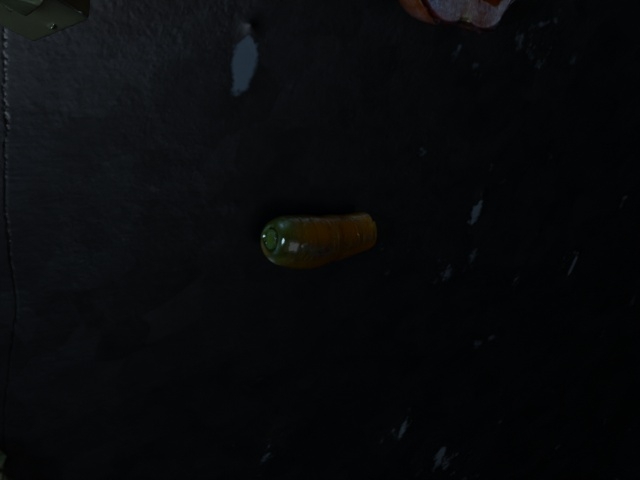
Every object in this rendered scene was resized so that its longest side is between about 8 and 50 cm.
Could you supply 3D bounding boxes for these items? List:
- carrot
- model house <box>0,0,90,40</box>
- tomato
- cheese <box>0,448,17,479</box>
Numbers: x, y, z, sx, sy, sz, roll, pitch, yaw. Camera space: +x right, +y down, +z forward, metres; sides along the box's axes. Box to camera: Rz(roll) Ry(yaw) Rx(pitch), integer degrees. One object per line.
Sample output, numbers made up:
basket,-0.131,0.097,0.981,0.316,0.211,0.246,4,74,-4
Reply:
carrot,0.000,0.000,1.223,0.193,0.087,0.087,-1,122,-40
model house,-0.266,-0.260,0.689,0.181,0.248,0.176,24,104,-47
tomato,0.165,-0.374,1.042,0.228,0.112,0.199,0,106,-48
cheese,-0.498,0.378,1.119,0.175,0.091,0.202,-26,136,-21
